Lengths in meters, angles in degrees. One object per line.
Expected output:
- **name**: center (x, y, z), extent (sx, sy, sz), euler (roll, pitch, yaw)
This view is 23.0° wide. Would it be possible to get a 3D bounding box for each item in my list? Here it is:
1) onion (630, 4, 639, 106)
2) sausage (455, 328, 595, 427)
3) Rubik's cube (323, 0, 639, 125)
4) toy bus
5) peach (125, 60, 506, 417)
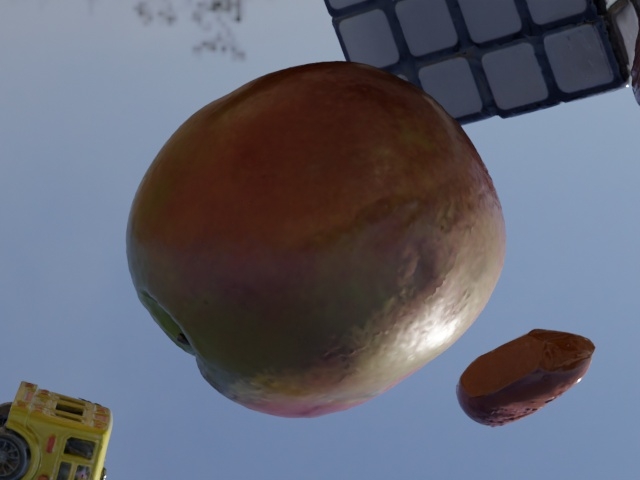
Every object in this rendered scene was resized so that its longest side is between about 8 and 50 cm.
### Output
- **onion**: center (0.442, -0.221, 1.617), extent (0.256, 0.230, 0.272), euler (-7, -174, 32)
- **sausage**: center (0.228, 0.155, 1.787), extent (0.179, 0.089, 0.089), euler (-35, 171, 34)
- **Rubik's cube**: center (0.220, -0.344, 1.865), extent (0.337, 0.343, 0.344), euler (-14, -165, 35)
- **toy bus**: center (-0.338, 0.338, 1.779), extent (0.152, 0.330, 0.144), euler (15, -173, -8)
- **peach**: center (0.000, 0.000, 0.972), extent (0.231, 0.231, 0.231), euler (1, -167, 0)
